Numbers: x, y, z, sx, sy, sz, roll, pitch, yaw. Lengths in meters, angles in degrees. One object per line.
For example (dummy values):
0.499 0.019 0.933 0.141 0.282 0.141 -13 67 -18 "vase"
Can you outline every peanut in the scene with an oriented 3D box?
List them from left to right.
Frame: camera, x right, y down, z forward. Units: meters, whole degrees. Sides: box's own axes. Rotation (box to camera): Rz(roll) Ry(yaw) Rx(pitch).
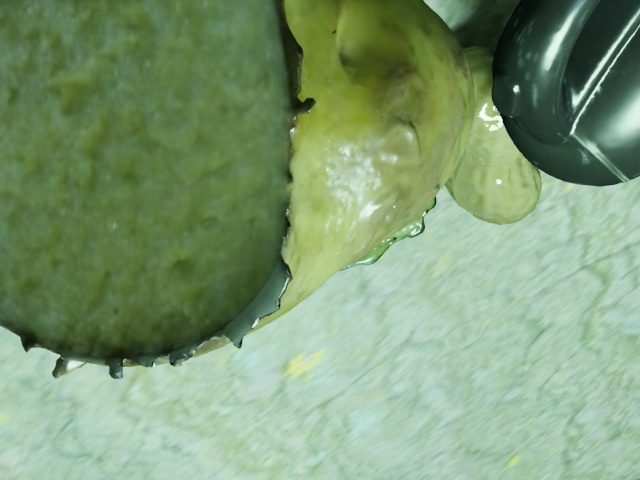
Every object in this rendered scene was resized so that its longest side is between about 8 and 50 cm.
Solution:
0.129 -0.074 1.445 0.082 0.082 0.187 -26 143 -15 "peanut"

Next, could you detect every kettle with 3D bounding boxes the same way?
0.227 -0.171 1.287 0.290 0.207 0.268 -46 155 7 "kettle"

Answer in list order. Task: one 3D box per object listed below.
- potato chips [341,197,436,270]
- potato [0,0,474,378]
0.000 0.000 1.457 0.207 0.028 0.092 -18 138 -27 "potato chips"
-0.053 -0.061 1.182 0.237 0.288 0.301 0 95 -62 "potato"
